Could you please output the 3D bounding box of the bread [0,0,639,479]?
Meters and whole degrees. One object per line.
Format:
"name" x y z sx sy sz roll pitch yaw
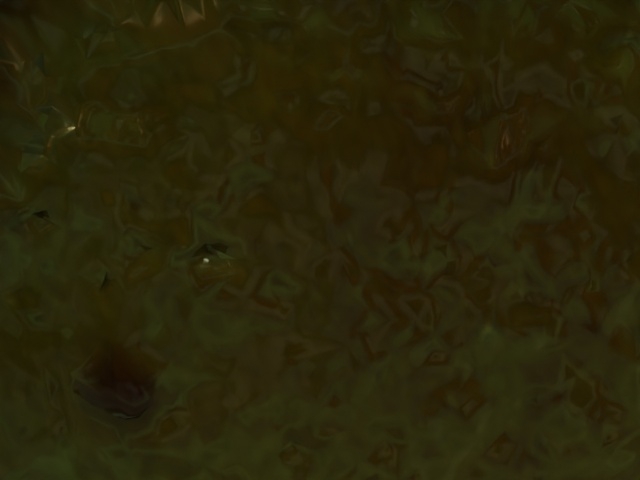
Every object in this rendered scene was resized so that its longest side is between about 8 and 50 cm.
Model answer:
"bread" -0.003 0.001 0.554 0.358 0.337 0.204 -4 12 -7
